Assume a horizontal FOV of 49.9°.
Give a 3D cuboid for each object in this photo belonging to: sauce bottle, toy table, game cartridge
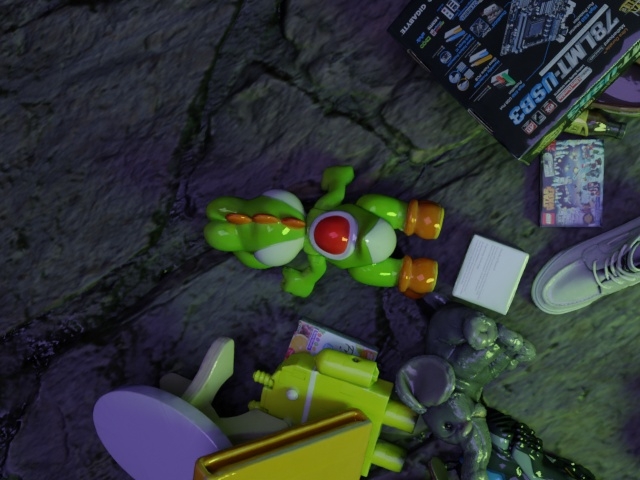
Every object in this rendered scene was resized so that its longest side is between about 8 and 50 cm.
[{"bbox_3d":[0.401,-0.182,1.057,0.128,0.042,0.042,16,95,12],"label":"sauce bottle"},{"bbox_3d":[-0.203,0.291,1.096,0.274,0.161,0.252,27,118,22],"label":"toy table"},{"bbox_3d":[-0.071,0.421,1.027,0.053,0.286,0.323,37,124,44],"label":"game cartridge"}]

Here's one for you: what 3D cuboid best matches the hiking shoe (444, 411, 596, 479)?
[{"bbox_3d":[0.351,0.402,1.063,0.304,0.113,0.132,39,109,16],"label":"hiking shoe"}]

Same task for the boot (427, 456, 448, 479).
[{"bbox_3d":[0.152,0.393,1.105,0.114,0.037,0.106,-13,110,32],"label":"boot"}]

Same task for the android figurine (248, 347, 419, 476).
[{"bbox_3d":[0.015,0.281,1.111,0.273,0.056,0.248,18,116,9],"label":"android figurine"}]

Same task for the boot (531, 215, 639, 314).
[{"bbox_3d":[0.434,0.030,1.016,0.258,0.123,0.095,-34,85,10],"label":"boot"}]

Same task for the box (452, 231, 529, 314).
[{"bbox_3d":[0.260,0.048,1.061,0.087,0.101,0.101,20,97,9],"label":"box"}]

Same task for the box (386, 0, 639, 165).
[{"bbox_3d":[0.287,-0.309,0.953,0.295,0.073,0.293,-48,68,21],"label":"box"}]

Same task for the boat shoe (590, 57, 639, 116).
[{"bbox_3d":[0.362,-0.264,1.014,0.325,0.116,0.123,16,111,10],"label":"boat shoe"}]

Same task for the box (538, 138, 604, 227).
[{"bbox_3d":[0.389,-0.088,1.070,0.094,0.027,0.136,0,92,12],"label":"box"}]

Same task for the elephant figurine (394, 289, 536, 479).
[{"bbox_3d":[0.199,0.223,1.041,0.170,0.186,0.239,30,88,-8],"label":"elephant figurine"}]

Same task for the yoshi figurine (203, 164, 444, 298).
[{"bbox_3d":[0.000,-0.008,1.102,0.363,0.203,0.202,8,134,-3],"label":"yoshi figurine"}]

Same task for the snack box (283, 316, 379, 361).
[{"bbox_3d":[0.015,0.200,1.145,0.141,0.037,0.100,22,98,9],"label":"snack box"}]
